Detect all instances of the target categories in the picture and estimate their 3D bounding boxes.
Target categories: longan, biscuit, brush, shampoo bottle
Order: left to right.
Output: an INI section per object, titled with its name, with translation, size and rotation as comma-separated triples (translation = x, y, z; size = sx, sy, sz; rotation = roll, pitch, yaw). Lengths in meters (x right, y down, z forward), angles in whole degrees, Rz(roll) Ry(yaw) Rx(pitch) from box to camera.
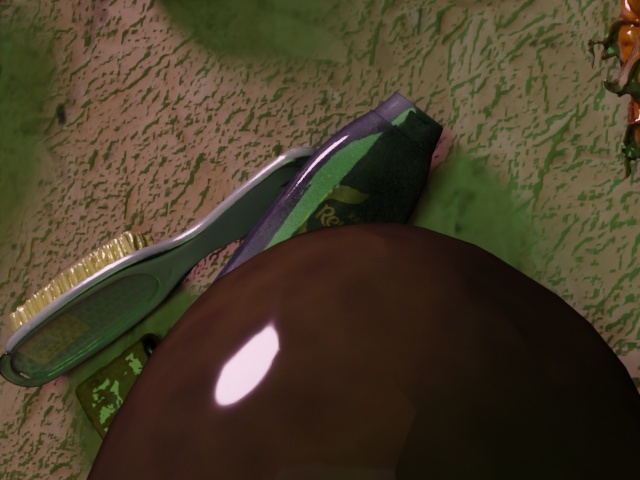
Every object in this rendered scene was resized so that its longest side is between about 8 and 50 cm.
[biscuit]
translation = -0.137, 0.124, 1.071
size = 0.081, 0.018, 0.083
rotation = -38, 71, 11
[brush]
translation = -0.124, 0.007, 1.068
size = 0.297, 0.068, 0.060
rotation = -33, 51, 9
[shampoo bottle]
translation = 0.000, 0.000, 1.013
size = 0.087, 0.049, 0.233
rotation = 36, 96, -17
[longan]
translation = 0.023, 0.187, 0.841
size = 0.404, 0.336, 0.404
rotation = -25, 57, 45

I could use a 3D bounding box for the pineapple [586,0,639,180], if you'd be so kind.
[pineapple]
translation = 0.308, -0.073, 0.835
size = 0.344, 0.209, 0.286
rotation = 13, 87, 20
